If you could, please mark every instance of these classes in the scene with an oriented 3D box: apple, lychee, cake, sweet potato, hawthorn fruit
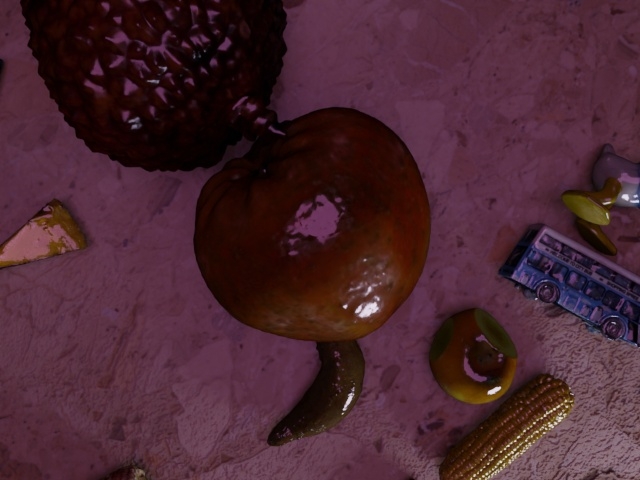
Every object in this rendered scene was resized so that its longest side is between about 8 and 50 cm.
[{"bbox_3d":[0.277,0.209,1.648,0.146,0.147,0.163,29,90,-4],"label":"apple"},{"bbox_3d":[-0.241,-0.303,1.460,0.500,0.424,0.425,39,92,24],"label":"lychee"},{"bbox_3d":[-0.508,0.017,1.665,0.116,0.079,0.185,44,81,-16],"label":"cake"},{"bbox_3d":[0.016,0.248,1.670,0.124,0.098,0.310,23,95,20],"label":"sweet potato"},{"bbox_3d":[0.000,0.000,1.533,0.402,0.403,0.403,0,93,-1],"label":"hawthorn fruit"}]

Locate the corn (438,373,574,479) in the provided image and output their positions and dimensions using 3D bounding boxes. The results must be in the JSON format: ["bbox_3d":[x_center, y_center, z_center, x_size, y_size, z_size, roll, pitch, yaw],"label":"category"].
[{"bbox_3d":[0.335,0.351,1.687,0.291,0.101,0.101,-39,93,5],"label":"corn"}]

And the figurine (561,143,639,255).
[{"bbox_3d":[0.629,-0.116,1.624,0.283,0.204,0.338,33,79,22],"label":"figurine"}]

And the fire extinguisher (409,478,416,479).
[{"bbox_3d":[0.134,0.512,1.716,0.078,0.045,0.157,34,93,25],"label":"fire extinguisher"}]

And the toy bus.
[{"bbox_3d":[0.481,0.088,1.670,0.297,0.106,0.131,29,90,-4],"label":"toy bus"}]

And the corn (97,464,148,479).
[{"bbox_3d":[-0.433,0.509,1.675,0.290,0.098,0.098,-33,94,4],"label":"corn"}]

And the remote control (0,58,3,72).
[{"bbox_3d":[-0.660,-0.151,1.655,0.107,0.044,0.378,14,92,2],"label":"remote control"}]
